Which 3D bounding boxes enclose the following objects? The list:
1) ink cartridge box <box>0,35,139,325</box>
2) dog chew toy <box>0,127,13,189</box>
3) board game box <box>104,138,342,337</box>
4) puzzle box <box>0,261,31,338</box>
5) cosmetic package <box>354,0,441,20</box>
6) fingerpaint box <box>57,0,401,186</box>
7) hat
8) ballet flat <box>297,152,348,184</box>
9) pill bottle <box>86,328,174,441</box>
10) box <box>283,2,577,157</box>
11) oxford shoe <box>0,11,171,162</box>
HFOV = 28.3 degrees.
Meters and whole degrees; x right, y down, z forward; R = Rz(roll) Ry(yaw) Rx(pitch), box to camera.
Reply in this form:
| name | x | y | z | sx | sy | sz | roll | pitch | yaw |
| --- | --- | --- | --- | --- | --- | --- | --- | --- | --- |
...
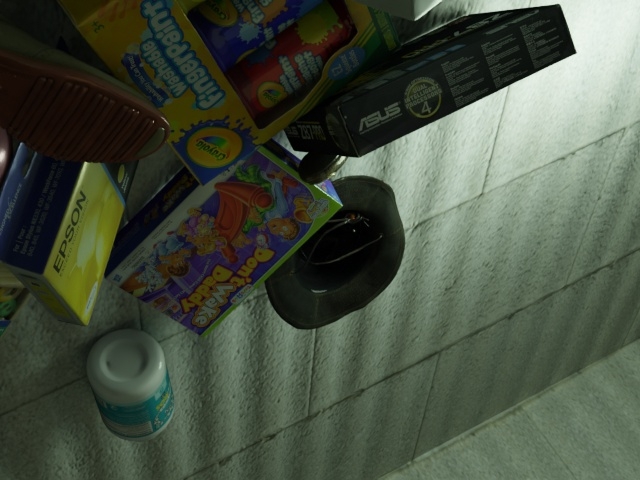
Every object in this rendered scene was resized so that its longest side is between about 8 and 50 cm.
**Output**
| name | x | y | z | sx | sy | sz | roll | pitch | yaw |
| --- | --- | --- | --- | --- | --- | --- | --- | --- | --- |
| ink cartridge box | -0.337 | -0.072 | 1.741 | 0.307 | 0.072 | 0.303 | 83 | 22 | -70 |
| dog chew toy | -0.520 | -0.068 | 1.662 | 0.207 | 0.206 | 0.332 | -15 | 154 | -33 |
| board game box | -0.168 | -0.019 | 2.140 | 0.347 | 0.078 | 0.233 | -44 | 128 | 15 |
| puzzle box | -0.668 | 0.137 | 1.953 | 0.409 | 0.052 | 0.272 | 4 | 134 | -50 |
| cosmetic package | 0.162 | -0.464 | 1.613 | 0.385 | 0.156 | 0.217 | -41 | 145 | -37 |
| fingerpaint box | -0.120 | -0.320 | 1.728 | 0.371 | 0.163 | 0.445 | -35 | 151 | -2 |
| hat | 0.000 | 0.000 | 2.379 | 0.331 | 0.134 | 0.331 | -21 | 131 | -26 |
| ballet flat | 0.024 | -0.144 | 2.125 | 0.084 | 0.058 | 0.250 | -13 | -158 | 19 |
| pill bottle | -0.356 | 0.288 | 2.421 | 0.146 | 0.146 | 0.264 | -27 | 151 | -16 |
| box | 0.156 | -0.252 | 2.011 | 0.395 | 0.318 | 0.097 | -26 | 106 | -14 |
| oxford shoe | -0.358 | -0.211 | 1.551 | 0.397 | 0.146 | 0.140 | 21 | 130 | -37 |
